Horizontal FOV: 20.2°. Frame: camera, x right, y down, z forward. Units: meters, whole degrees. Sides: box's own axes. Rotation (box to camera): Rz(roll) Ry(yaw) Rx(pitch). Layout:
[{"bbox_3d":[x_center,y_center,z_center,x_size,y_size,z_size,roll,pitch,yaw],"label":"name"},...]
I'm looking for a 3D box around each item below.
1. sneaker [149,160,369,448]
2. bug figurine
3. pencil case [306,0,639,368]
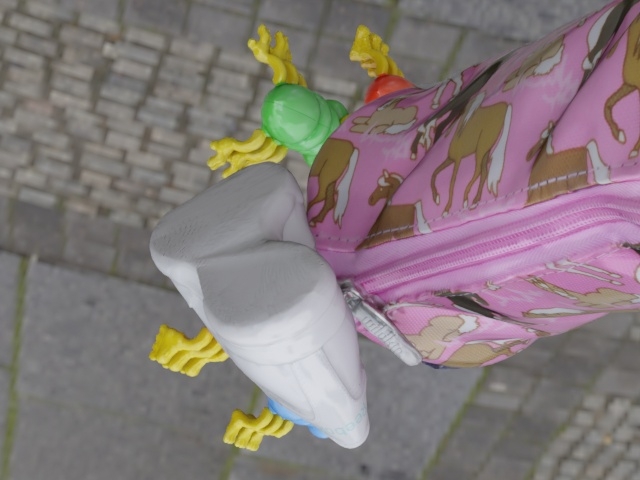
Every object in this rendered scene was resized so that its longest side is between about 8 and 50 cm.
[{"bbox_3d":[-0.023,0.033,0.863,0.080,0.212,0.094,-29,114,1],"label":"sneaker"},{"bbox_3d":[0.000,0.000,1.093,0.072,0.279,0.216,17,178,29],"label":"bug figurine"},{"bbox_3d":[0.129,-0.031,0.783,0.160,0.167,0.386,20,165,-19],"label":"pencil case"}]
